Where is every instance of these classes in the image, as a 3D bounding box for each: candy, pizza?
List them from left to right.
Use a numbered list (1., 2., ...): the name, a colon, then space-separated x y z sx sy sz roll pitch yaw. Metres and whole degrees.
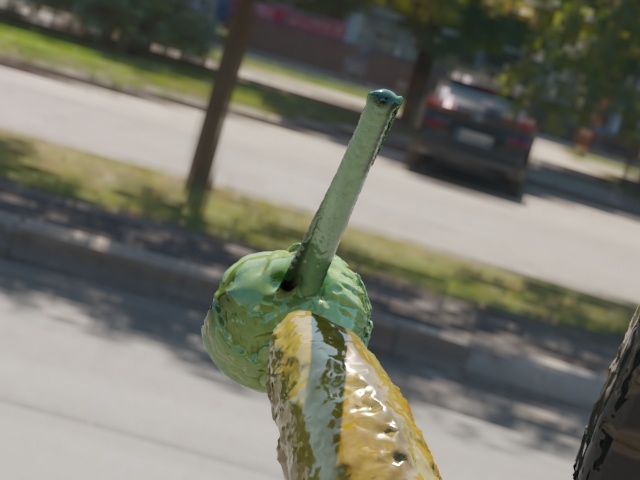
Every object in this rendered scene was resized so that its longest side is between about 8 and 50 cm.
1. candy: 0.000 0.000 0.967 0.093 0.092 0.335 31 -25 5
2. pizza: 0.040 0.179 0.761 0.087 0.268 0.258 -17 12 -8

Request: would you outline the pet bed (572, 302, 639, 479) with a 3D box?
1. pet bed: 0.206 0.033 0.641 0.183 0.211 0.159 22 6 15
